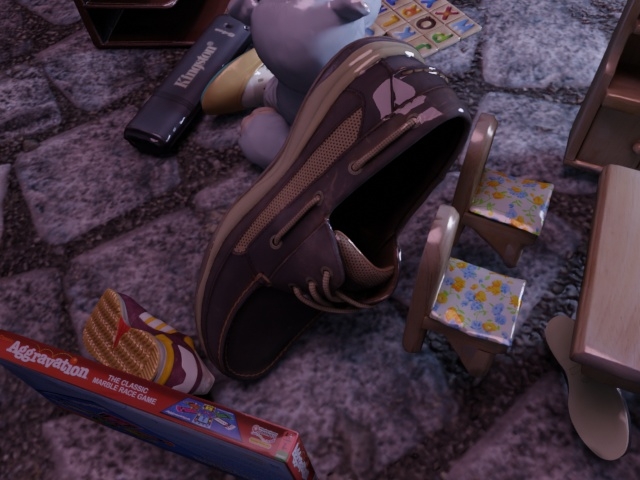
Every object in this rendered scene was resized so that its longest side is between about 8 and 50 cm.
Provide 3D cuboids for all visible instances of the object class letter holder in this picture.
[{"bbox_3d":[-0.248,-0.469,0.988,0.215,0.152,0.301,4,56,8],"label":"letter holder"}]

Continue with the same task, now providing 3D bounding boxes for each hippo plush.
[{"bbox_3d":[-0.023,-0.186,0.678,0.234,0.236,0.294,3,53,27],"label":"hippo plush"}]

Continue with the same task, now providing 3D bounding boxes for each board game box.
[{"bbox_3d":[-0.142,0.157,0.534,0.281,0.145,0.027,14,57,16],"label":"board game box"}]

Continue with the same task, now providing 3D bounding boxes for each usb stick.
[{"bbox_3d":[-0.183,-0.231,0.874,0.077,0.045,0.278,17,58,18],"label":"usb stick"}]

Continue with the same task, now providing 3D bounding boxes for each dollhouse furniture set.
[{"bbox_3d":[0.311,-0.058,0.517,0.362,0.256,0.394,18,51,14],"label":"dollhouse furniture set"}]

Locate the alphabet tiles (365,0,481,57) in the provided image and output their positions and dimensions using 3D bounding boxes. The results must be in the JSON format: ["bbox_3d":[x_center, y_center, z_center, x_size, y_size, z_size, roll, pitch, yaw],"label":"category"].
[{"bbox_3d":[0.097,-0.349,0.942,0.198,0.009,0.237,-29,57,-12],"label":"alphabet tiles"}]

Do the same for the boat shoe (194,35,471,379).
[{"bbox_3d":[0.000,0.000,0.532,0.132,0.355,0.130,9,29,-42],"label":"boat shoe"}]

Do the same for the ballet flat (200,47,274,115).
[{"bbox_3d":[-0.064,-0.241,0.848,0.073,0.080,0.232,38,68,17],"label":"ballet flat"}]

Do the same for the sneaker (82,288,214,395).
[{"bbox_3d":[-0.181,0.111,0.627,0.185,0.084,0.069,29,88,50],"label":"sneaker"}]

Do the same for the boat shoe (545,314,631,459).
[{"bbox_3d":[0.250,0.134,0.559,0.049,0.043,0.137,-33,48,27],"label":"boat shoe"}]
